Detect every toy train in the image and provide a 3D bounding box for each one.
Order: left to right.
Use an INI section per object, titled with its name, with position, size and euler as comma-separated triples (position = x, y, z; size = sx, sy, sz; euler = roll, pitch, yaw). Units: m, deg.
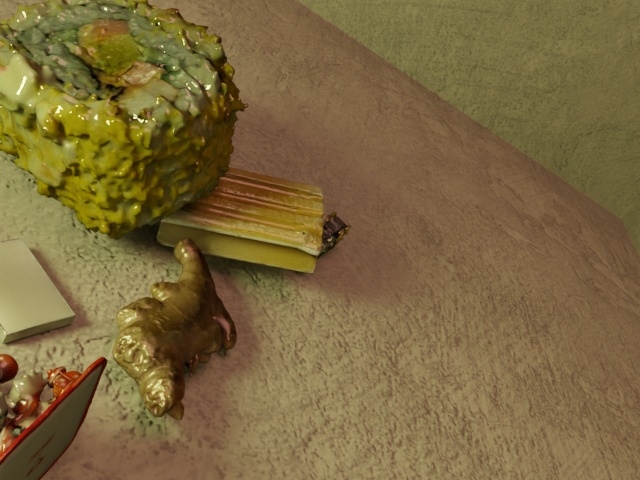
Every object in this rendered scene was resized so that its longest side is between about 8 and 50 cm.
[toy train]
position = 0.000, 0.000, 1.385
size = 0.060, 0.081, 0.202
euler = 43, 24, 5

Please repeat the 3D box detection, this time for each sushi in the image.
[sushi]
position = -0.329, -0.207, 1.085
size = 0.396, 0.240, 0.351
euler = 37, 48, 23

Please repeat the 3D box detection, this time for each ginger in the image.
[ginger]
position = -0.202, 0.128, 0.997
size = 0.166, 0.080, 0.333
euler = 47, 21, -13

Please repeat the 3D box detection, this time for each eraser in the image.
[eraser]
position = -0.407, 0.063, 0.916
size = 0.150, 0.023, 0.103
euler = 48, 31, 18

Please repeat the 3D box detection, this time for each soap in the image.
[soap]
position = -0.133, -0.045, 1.213
size = 0.274, 0.089, 0.173
euler = 12, 41, -10

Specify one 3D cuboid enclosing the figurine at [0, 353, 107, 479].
[figurine]
position = -0.377, 0.158, 0.709
size = 0.226, 0.160, 0.183
euler = 30, 28, 3
